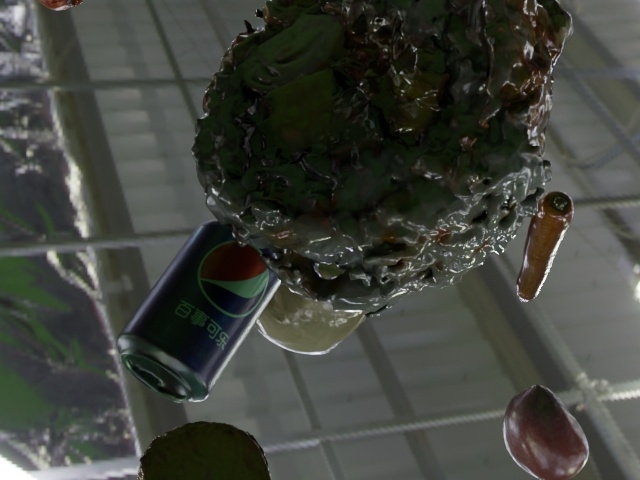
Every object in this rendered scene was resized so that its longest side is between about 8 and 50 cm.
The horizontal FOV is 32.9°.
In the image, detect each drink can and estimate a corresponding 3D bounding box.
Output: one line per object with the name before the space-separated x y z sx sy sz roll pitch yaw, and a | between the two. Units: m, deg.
drink can | -0.126 0.069 1.182 0.118 0.118 0.205 24 -120 13

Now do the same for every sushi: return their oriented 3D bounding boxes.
sushi | 0.049 -0.131 1.103 0.417 0.176 0.417 -12 -116 24

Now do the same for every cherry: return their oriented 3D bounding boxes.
cherry | 0.264 0.234 1.306 0.087 0.126 0.106 -48 -158 -14

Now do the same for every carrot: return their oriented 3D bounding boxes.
carrot | 0.256 0.014 1.263 0.043 0.248 0.043 0 -119 1

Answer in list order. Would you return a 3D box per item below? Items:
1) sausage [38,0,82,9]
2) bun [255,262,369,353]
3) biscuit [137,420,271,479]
sausage | -0.347 -0.332 1.095 0.053 0.053 0.348 -28 -119 -38
bun | 0.000 0.000 1.763 0.234 0.326 0.362 33 -97 -11
biscuit | -0.084 0.270 0.910 0.118 0.029 0.247 -8 -116 -15
